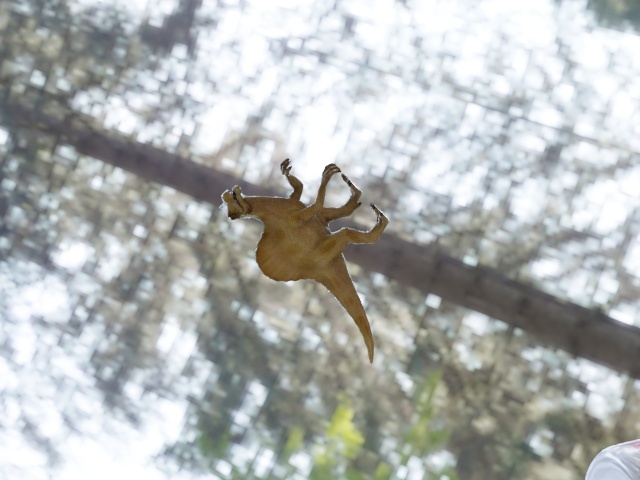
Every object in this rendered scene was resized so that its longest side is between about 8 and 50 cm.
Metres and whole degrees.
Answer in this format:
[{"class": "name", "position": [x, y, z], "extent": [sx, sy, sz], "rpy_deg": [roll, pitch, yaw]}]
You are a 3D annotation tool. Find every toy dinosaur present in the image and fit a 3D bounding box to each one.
[{"class": "toy dinosaur", "position": [0.000, 0.000, 1.194], "extent": [0.092, 0.053, 0.183], "rpy_deg": [-44, -60, 3]}]

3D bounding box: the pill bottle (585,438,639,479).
[{"class": "pill bottle", "position": [0.370, 0.216, 1.336], "extent": [0.283, 0.160, 0.160], "rpy_deg": [-10, -60, -16]}]
